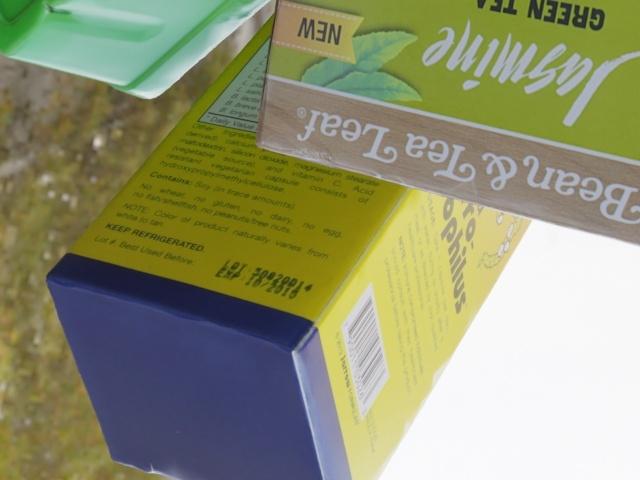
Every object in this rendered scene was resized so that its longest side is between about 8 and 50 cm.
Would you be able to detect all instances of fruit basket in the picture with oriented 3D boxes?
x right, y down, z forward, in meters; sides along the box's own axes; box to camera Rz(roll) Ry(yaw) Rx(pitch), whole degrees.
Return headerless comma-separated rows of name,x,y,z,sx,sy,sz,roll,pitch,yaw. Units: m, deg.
fruit basket,-0.084,-0.317,1.193,0.392,0.283,0.392,-27,172,-4

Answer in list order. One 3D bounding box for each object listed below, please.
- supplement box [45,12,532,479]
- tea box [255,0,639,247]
supplement box,0.000,0.000,1.094,0.194,0.195,0.356,14,-132,26
tea box,0.181,-0.167,0.717,0.329,0.324,0.220,15,-166,27
